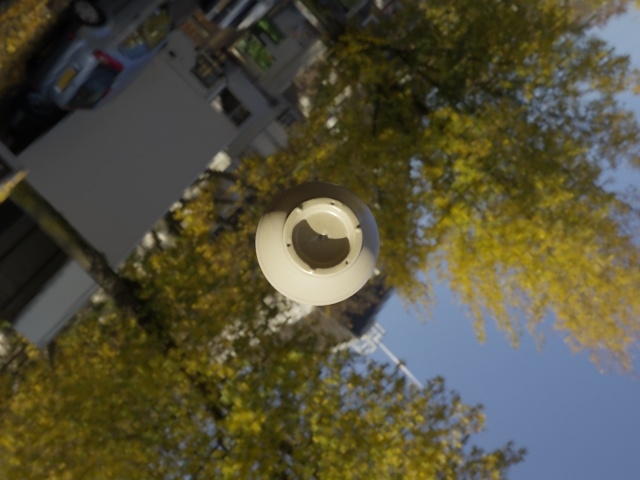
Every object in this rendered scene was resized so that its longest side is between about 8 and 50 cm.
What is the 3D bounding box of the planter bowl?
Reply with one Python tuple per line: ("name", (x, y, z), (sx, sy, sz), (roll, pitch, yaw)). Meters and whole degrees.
("planter bowl", (0.000, 0.000, 1.170), (0.162, 0.162, 0.109), (-45, 180, -6))
